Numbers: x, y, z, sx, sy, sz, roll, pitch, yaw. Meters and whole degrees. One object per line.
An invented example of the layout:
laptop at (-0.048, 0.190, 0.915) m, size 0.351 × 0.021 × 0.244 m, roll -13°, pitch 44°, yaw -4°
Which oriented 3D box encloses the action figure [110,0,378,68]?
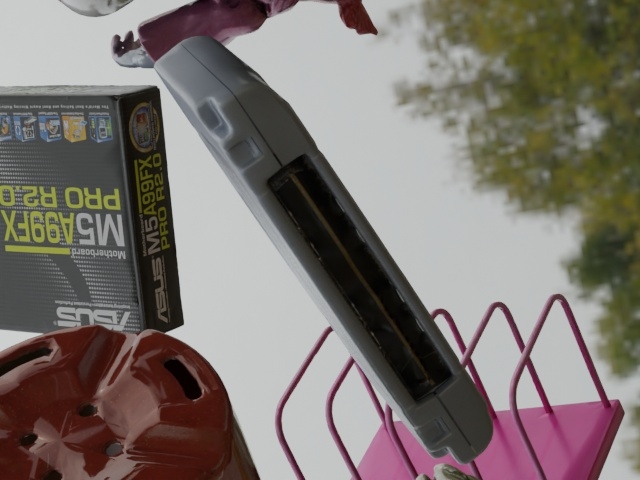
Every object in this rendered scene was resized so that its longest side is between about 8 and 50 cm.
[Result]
action figure at (-0.105, -0.251, 1.304) m, size 0.276 × 0.370 × 0.248 m, roll -178°, pitch 107°, yaw -84°

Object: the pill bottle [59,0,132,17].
pill bottle at (-0.204, -0.318, 1.063) m, size 0.363 × 0.210 × 0.210 m, roll 40°, pitch -144°, yaw -1°

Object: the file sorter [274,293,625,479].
file sorter at (0.127, 0.182, 1.882) m, size 0.182 × 0.291 × 0.202 m, roll 65°, pitch -145°, yaw -25°

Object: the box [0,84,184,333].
box at (-0.254, -0.028, 1.621) m, size 0.060 × 0.270 × 0.216 m, roll -21°, pitch -70°, yaw -55°

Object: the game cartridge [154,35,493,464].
game cartridge at (0.000, 0.000, 1.196) m, size 0.294 × 0.060 × 0.196 m, roll 56°, pitch 173°, yaw -23°

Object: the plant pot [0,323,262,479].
plant pot at (-0.133, 0.216, 1.176) m, size 0.272 × 0.272 × 0.265 m, roll -67°, pitch -26°, yaw -45°

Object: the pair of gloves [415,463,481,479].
pair of gloves at (0.175, 0.238, 1.342) m, size 0.042 × 0.240 × 0.204 m, roll -60°, pitch 3°, yaw 1°
